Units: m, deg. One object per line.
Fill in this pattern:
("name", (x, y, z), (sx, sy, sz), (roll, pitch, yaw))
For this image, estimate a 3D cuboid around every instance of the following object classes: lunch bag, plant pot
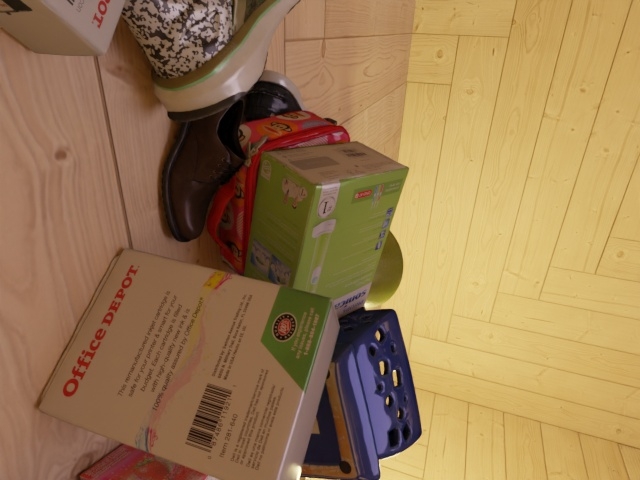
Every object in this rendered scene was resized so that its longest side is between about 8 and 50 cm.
("lunch bag", (-0.079, -0.067, 0.756), (0.258, 0.120, 0.294), (-25, 137, -38))
("plant pot", (0.014, 0.259, 0.729), (0.212, 0.235, 0.236), (-10, 87, -61))
("plant pot", (0.039, 0.079, 1.167), (0.293, 0.274, 0.275), (-9, 110, -55))

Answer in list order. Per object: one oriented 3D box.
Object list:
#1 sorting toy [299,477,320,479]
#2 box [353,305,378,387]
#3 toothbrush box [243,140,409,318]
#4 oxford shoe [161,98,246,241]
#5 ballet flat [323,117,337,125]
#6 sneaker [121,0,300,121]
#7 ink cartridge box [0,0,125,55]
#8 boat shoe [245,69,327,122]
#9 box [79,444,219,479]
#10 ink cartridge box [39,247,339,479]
("sorting toy", (-0.050, 0.797, 1.541), (0.255, 0.089, 0.258), (-53, 149, -57))
("box", (0.054, 0.363, 1.176), (0.343, 0.178, 0.313), (85, -6, -72))
("toothbrush box", (0.000, 0.000, 0.692), (0.206, 0.122, 0.284), (-18, 131, -41))
("oxford shoe", (-0.158, -0.101, 0.601), (0.082, 0.096, 0.228), (-19, 125, -71))
("ballet flat", (0.007, -0.243, 1.154), (0.057, 0.049, 0.173), (-4, 104, -72))
("sneaker", (-0.116, -0.354, 0.527), (0.182, 0.157, 0.411), (56, 44, -56))
("ink cartridge box", (-0.226, -0.255, 0.295), (0.208, 0.086, 0.153), (43, 59, -72))
("boat shoe", (-0.059, -0.222, 0.860), (0.302, 0.114, 0.091), (22, 78, -61))
("box", (-0.203, 0.362, 0.660), (0.300, 0.141, 0.154), (-14, 113, -73))
("ink cartridge box", (-0.138, 0.146, 0.510), (0.117, 0.277, 0.202), (75, 30, -62))
